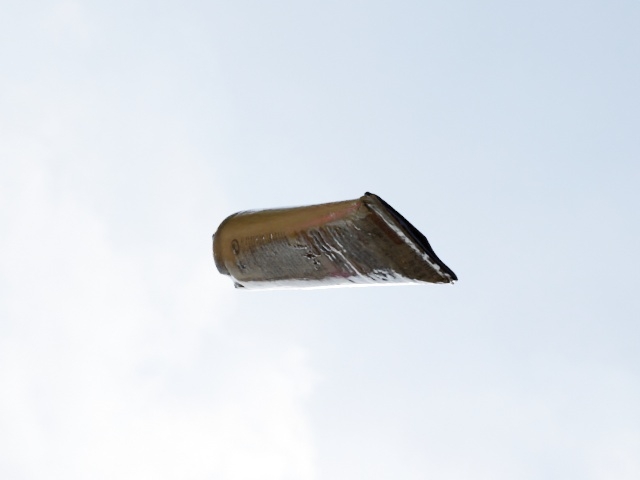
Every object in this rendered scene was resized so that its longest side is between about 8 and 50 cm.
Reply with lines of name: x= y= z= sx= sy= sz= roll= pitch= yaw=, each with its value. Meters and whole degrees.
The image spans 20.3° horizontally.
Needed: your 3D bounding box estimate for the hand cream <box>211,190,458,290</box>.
hand cream: x=0.000 y=0.000 z=0.815 sx=0.143 sy=0.061 sz=0.039 roll=-4 pitch=-135 yaw=54
